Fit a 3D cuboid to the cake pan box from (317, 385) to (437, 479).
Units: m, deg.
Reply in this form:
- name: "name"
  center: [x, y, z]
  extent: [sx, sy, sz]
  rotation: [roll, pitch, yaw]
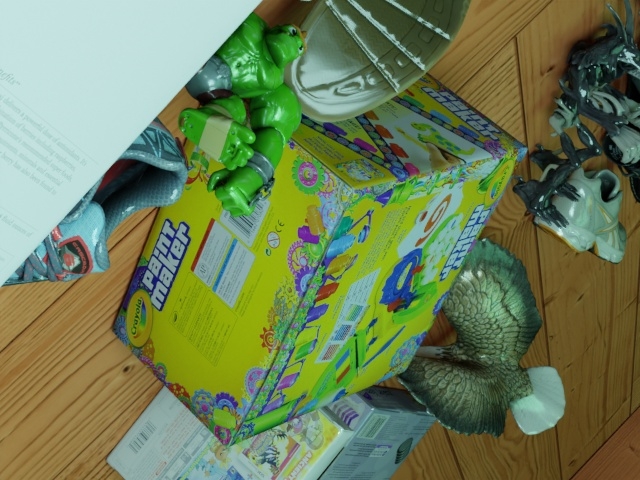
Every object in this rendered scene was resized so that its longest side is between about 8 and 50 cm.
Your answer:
- name: "cake pan box"
  center: [0.031, 0.317, 1.847]
  extent: [0.246, 0.070, 0.267]
  rotation: [-55, 154, 9]

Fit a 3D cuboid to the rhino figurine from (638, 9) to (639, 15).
- name: "rhino figurine"
  center: [0.430, -0.310, 1.584]
  extent: [0.243, 0.073, 0.106]
  rotation: [78, 31, -59]

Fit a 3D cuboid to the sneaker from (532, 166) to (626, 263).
- name: "sneaker"
  center: [0.412, -0.042, 1.920]
  extent: [0.121, 0.099, 0.262]
  rotation: [-59, 154, 12]

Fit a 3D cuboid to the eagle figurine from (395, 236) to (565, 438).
- name: "eagle figurine"
  center: [0.202, 0.158, 1.762]
  extent: [0.225, 0.226, 0.298]
  rotation: [-25, 157, -3]

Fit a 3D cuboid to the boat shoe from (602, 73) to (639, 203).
- name: "boat shoe"
  center: [0.450, -0.146, 1.816]
  extent: [0.113, 0.127, 0.340]
  rotation: [-16, 155, -6]

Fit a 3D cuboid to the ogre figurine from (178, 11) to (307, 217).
- name: "ogre figurine"
  center: [-0.072, -0.131, 0.988]
  extent: [0.097, 0.197, 0.118]
  rotation: [-35, -174, 40]

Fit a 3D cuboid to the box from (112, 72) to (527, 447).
- name: "box"
  center: [0.000, 0.000, 1.224]
  extent: [0.279, 0.177, 0.290]
  rotation: [-14, 138, -50]

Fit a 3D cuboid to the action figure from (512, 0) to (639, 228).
- name: "action figure"
  center: [0.345, -0.154, 1.600]
  extent: [0.164, 0.141, 0.276]
  rotation: [-41, 158, -51]

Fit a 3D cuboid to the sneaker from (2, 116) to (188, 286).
- name: "sneaker"
  center: [-0.206, -0.019, 0.929]
  extent: [0.262, 0.125, 0.104]
  rotation: [-37, 152, -24]

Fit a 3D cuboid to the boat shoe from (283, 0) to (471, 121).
- name: "boat shoe"
  center: [0.071, -0.220, 1.104]
  extent: [0.302, 0.109, 0.098]
  rotation: [-52, -162, -9]

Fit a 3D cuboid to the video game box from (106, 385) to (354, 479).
- name: "video game box"
  center: [-0.096, 0.214, 1.360]
  extent: [0.205, 0.187, 0.048]
  rotation: [-51, 154, 7]

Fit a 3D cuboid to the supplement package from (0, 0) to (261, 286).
- name: "supplement package"
  center: [-0.176, -0.153, 0.731]
  extent: [0.293, 0.175, 0.177]
  rotation: [-47, 153, -2]
